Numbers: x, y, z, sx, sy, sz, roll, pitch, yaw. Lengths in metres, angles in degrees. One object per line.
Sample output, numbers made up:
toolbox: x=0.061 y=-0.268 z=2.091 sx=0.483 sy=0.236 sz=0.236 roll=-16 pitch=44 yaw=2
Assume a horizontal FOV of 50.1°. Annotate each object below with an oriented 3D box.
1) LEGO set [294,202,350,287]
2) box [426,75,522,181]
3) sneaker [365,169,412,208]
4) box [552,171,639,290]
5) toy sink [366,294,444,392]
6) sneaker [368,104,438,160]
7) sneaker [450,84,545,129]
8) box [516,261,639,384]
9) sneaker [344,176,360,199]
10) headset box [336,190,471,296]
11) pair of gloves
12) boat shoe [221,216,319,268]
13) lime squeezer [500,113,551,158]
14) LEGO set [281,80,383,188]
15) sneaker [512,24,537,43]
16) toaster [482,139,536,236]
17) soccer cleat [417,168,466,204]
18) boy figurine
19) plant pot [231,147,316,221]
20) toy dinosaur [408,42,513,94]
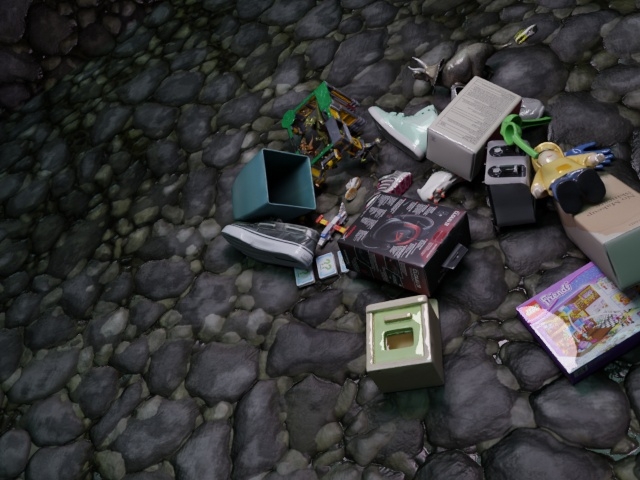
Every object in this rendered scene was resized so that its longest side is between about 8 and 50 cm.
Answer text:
LEGO set: x=0.000 y=0.000 z=1.933 sx=0.182 sy=0.060 sz=0.244 roll=-19 pitch=48 yaw=9
box: x=0.405 y=-0.298 z=1.817 sx=0.148 sy=0.127 sz=0.232 roll=33 pitch=67 yaw=24
sneaker: x=0.182 y=-0.142 z=1.946 sx=0.170 sy=0.063 sz=0.074 roll=-42 pitch=47 yaw=-15
box: x=0.634 y=-0.029 z=1.480 sx=0.148 sy=0.121 sz=0.311 roll=-26 pitch=19 yaw=8
toy sink: x=0.195 y=0.216 z=1.600 sx=0.152 sy=0.131 sz=0.234 roll=-12 pitch=49 yaw=19
sneaker: x=0.265 y=-0.357 z=2.049 sx=0.151 sy=0.094 sz=0.256 roll=-44 pitch=56 yaw=-2
sneaker: x=0.488 y=-0.381 z=1.934 sx=0.281 sy=0.115 sz=0.105 roll=11 pitch=60 yaw=34
box: x=0.605 y=0.151 z=1.481 sx=0.293 sy=0.057 sz=0.201 roll=-32 pitch=45 yaw=2
sneaker: x=0.089 y=-0.150 z=2.028 sx=0.037 sy=0.032 sz=0.083 roll=-2 pitch=48 yaw=44
headset box: x=0.226 y=0.005 z=1.742 sx=0.293 sy=0.110 sz=0.218 roll=16 pitch=51 yaw=36
pair of gloves: x=0.654 y=-0.171 z=1.742 sx=0.159 sy=0.023 sz=0.198 roll=4 pitch=57 yaw=29
boat shoe: x=-0.137 y=-0.006 z=1.964 sx=0.335 sy=0.121 sz=0.119 roll=15 pitch=64 yaw=35
lime squeezer: x=0.492 y=-0.260 z=1.678 sx=0.110 sy=0.059 sz=0.310 roll=30 pitch=32 yaw=8
LEGO set: x=0.039 y=-0.310 z=2.113 sx=0.255 sy=0.192 sz=0.331 roll=-46 pitch=46 yaw=23
sneaker: x=0.634 y=-0.647 z=2.129 sx=0.083 sy=0.031 sz=0.035 roll=-36 pitch=45 yaw=-2
toaster: x=0.476 y=-0.136 z=1.714 sx=0.110 sy=0.186 sz=0.168 roll=-4 pitch=45 yaw=23
soccer cleat: x=0.351 y=-0.176 z=1.880 sx=0.196 sy=0.068 sz=0.076 roll=-38 pitch=43 yaw=0
boy figurine: x=0.566 y=-0.158 z=1.582 sx=0.177 sy=0.092 sz=0.285 roll=-28 pitch=20 yaw=15
plant pot: x=-0.155 y=-0.138 z=2.008 sx=0.234 sy=0.165 sz=0.166 roll=-26 pitch=66 yaw=49
toy dinosaur: x=0.437 y=-0.513 z=2.038 sx=0.313 sy=0.160 sz=0.121 roll=-24 pitch=47 yaw=10
